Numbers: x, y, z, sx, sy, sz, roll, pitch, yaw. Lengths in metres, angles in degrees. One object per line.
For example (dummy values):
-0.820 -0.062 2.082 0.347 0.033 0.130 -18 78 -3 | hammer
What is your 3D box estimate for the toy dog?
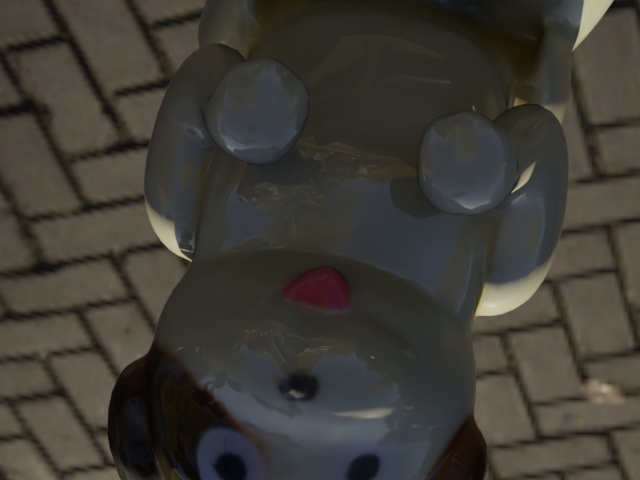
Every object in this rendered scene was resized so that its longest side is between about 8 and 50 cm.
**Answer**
0.000 0.000 1.150 0.285 0.407 0.395 18 145 -8 | toy dog
